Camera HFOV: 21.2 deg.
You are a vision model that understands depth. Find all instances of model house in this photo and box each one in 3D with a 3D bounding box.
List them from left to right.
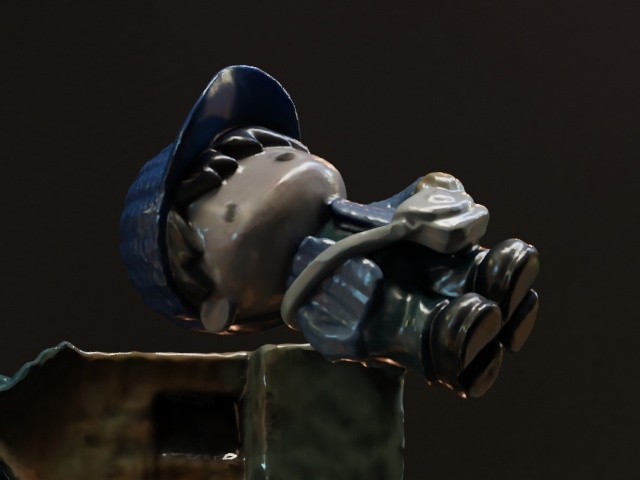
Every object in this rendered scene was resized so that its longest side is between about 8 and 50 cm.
[{"bbox_3d":[-0.141,0.154,0.947,0.325,0.267,0.194,5,-100,-13],"label":"model house"}]

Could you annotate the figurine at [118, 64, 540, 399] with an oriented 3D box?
[{"bbox_3d":[0.002,0.006,0.527,0.077,0.136,0.079,-48,-25,-29],"label":"figurine"}]
